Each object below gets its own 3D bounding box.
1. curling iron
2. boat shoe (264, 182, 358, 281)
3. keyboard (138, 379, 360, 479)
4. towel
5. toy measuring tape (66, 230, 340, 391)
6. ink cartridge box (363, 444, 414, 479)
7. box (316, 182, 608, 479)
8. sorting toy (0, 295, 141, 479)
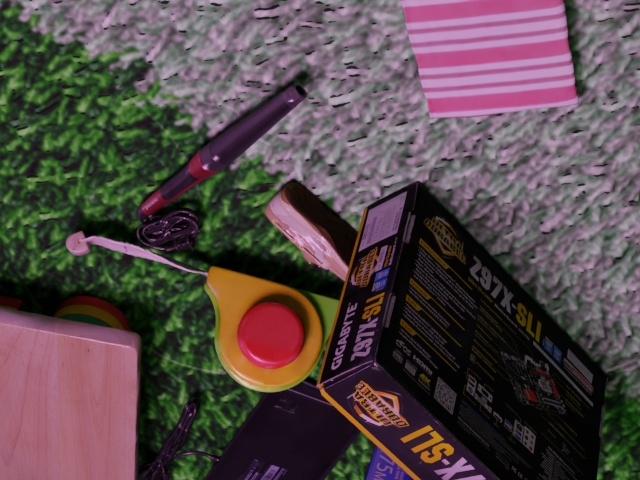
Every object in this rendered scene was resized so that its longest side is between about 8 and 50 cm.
[{"bbox_3d":[-0.097,-0.074,1.757,0.068,0.035,0.274,30,131,-18],"label":"curling iron"},{"bbox_3d":[0.000,0.000,1.791,0.045,0.050,0.135,-33,106,37],"label":"boat shoe"},{"bbox_3d":[-0.097,0.250,2.039,0.202,0.033,0.317,22,131,-15],"label":"keyboard"},{"bbox_3d":[0.151,-0.194,1.602,0.144,0.029,0.197,-3,132,16],"label":"towel"},{"bbox_3d":[-0.113,0.084,1.837,0.330,0.121,0.121,15,132,-1],"label":"toy measuring tape"},{"bbox_3d":[0.054,0.354,1.988,0.065,0.185,0.311,18,131,1],"label":"ink cartridge box"},{"bbox_3d":[0.149,0.139,1.734,0.079,0.257,0.322,-30,119,32],"label":"box"},{"bbox_3d":[-0.318,0.157,1.971,0.256,0.089,0.257,10,131,4],"label":"sorting toy"}]
